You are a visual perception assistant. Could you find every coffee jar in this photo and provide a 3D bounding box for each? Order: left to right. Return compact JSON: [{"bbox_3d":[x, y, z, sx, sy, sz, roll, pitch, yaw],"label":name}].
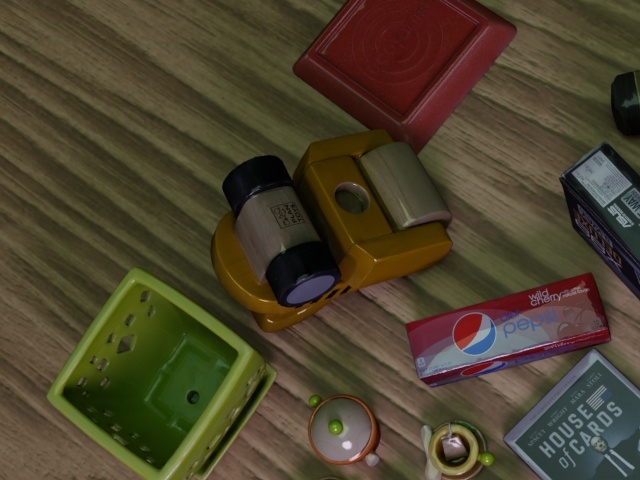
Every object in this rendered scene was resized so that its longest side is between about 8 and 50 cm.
[{"bbox_3d":[0.496,-0.200,1.606,0.184,0.096,0.079,-9,70,13],"label":"coffee jar"}]

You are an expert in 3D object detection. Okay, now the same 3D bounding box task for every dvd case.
[{"bbox_3d":[0.387,0.286,1.537,0.179,0.029,0.238,-45,69,0],"label":"dvd case"}]

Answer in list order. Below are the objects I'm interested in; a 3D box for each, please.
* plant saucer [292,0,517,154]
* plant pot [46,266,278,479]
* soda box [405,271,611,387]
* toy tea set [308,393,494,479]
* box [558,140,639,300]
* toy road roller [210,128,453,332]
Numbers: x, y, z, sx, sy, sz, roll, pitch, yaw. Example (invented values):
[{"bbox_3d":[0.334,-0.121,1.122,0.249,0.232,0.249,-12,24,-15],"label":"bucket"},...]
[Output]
[{"bbox_3d":[0.120,-0.298,1.770,0.259,0.048,0.258,39,88,23],"label":"plant saucer"},{"bbox_3d":[-0.205,0.203,1.637,0.227,0.207,0.228,33,85,21],"label":"plant pot"},{"bbox_3d":[0.256,0.125,1.586,0.263,0.092,0.083,-17,70,11],"label":"soda box"},{"bbox_3d":[0.115,0.318,1.555,0.336,0.124,0.200,4,76,17],"label":"toy tea set"},{"bbox_3d":[0.440,0.038,1.478,0.076,0.242,0.307,-40,69,2],"label":"box"},{"bbox_3d":[0.000,0.000,1.668,0.329,0.240,0.202,-16,66,-28],"label":"toy road roller"}]
